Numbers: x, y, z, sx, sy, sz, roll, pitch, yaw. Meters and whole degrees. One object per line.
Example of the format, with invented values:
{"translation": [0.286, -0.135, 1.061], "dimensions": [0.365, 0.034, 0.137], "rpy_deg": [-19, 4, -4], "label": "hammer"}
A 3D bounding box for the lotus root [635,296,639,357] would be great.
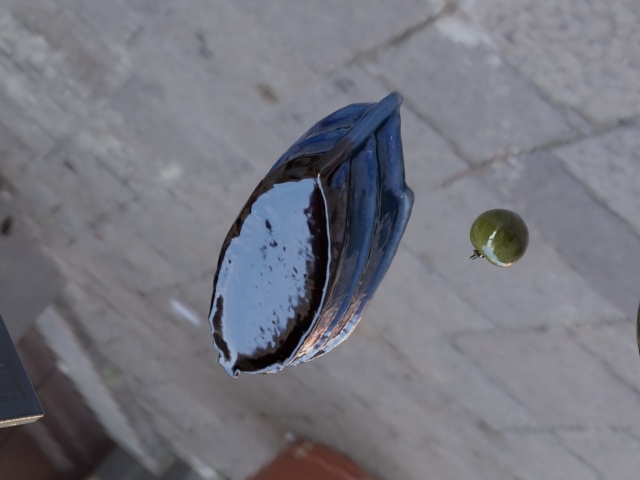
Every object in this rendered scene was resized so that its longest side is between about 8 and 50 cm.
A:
{"translation": [0.311, 0.082, 1.244], "dimensions": [0.120, 0.120, 0.209], "rpy_deg": [-2, 103, 63], "label": "lotus root"}

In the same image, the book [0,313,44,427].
{"translation": [-0.392, 0.069, 1.563], "dimensions": [0.191, 0.025, 0.269], "rpy_deg": [0, -120, -63], "label": "book"}

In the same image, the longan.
{"translation": [0.217, 0.000, 1.914], "dimensions": [0.075, 0.083, 0.075], "rpy_deg": [36, -154, -21], "label": "longan"}

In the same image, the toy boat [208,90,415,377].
{"translation": [0.000, 0.000, 1.256], "dimensions": [0.129, 0.142, 0.309], "rpy_deg": [39, 133, 15], "label": "toy boat"}
